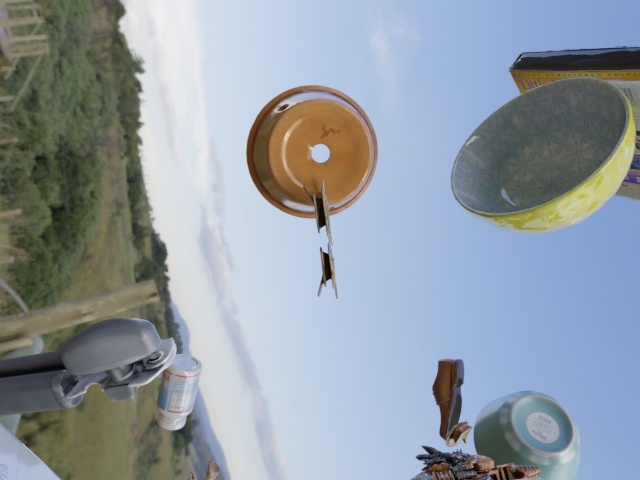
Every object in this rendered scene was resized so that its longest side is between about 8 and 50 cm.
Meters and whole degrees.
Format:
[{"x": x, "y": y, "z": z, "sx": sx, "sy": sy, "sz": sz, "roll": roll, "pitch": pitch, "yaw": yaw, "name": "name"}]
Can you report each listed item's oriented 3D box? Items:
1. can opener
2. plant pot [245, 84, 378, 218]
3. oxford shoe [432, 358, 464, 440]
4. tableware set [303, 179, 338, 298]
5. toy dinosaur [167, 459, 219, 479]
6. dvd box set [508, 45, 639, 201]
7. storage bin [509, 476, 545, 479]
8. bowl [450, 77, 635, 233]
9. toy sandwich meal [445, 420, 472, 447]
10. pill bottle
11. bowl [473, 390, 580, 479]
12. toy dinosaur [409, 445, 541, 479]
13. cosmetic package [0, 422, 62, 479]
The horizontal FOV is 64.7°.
[{"x": -0.298, "y": 0.136, "z": 0.570, "sx": 0.076, "sy": 0.283, "sz": 0.095, "roll": -73, "pitch": 149, "yaw": -61, "name": "can opener"}, {"x": -0.012, "y": -0.177, "z": 1.035, "sx": 0.203, "sy": 0.290, "sz": 0.291, "roll": -120, "pitch": -160, "yaw": -78, "name": "plant pot"}, {"x": 0.331, "y": 0.419, "z": 1.338, "sx": 0.076, "sy": 0.076, "sz": 0.212, "roll": -2, "pitch": -115, "yaw": 33, "name": "oxford shoe"}, {"x": 0.000, "y": 0.000, "z": 0.910, "sx": 0.128, "sy": 0.039, "sz": 0.194, "roll": -97, "pitch": -179, "yaw": -67, "name": "tableware set"}, {"x": -0.300, "y": 0.583, "z": 1.111, "sx": 0.212, "sy": 0.112, "sz": 0.064, "roll": -55, "pitch": -148, "yaw": 4, "name": "toy dinosaur"}, {"x": 0.627, "y": -0.238, "z": 1.106, "sx": 0.420, "sy": 0.062, "sz": 0.307, "roll": 43, "pitch": -11, "yaw": -35, "name": "dvd box set"}, {"x": 0.266, "y": 0.523, "z": 0.799, "sx": 0.123, "sy": 0.260, "sz": 0.262, "roll": -83, "pitch": 158, "yaw": -62, "name": "storage bin"}, {"x": 0.385, "y": -0.112, "z": 0.851, "sx": 0.156, "sy": 0.289, "sz": 0.289, "roll": 41, "pitch": 0, "yaw": -31, "name": "bowl"}, {"x": 0.339, "y": 0.475, "z": 1.228, "sx": 0.029, "sy": 0.085, "sz": 0.086, "roll": 38, "pitch": -41, "yaw": 44, "name": "toy sandwich meal"}, {"x": -0.337, "y": 0.358, "z": 1.194, "sx": 0.087, "sy": 0.087, "sz": 0.160, "roll": 37, "pitch": -65, "yaw": 61, "name": "pill bottle"}, {"x": 0.621, "y": 0.567, "z": 1.478, "sx": 0.163, "sy": 0.311, "sz": 0.312, "roll": 91, "pitch": -23, "yaw": -46, "name": "bowl"}, {"x": 0.308, "y": 0.508, "z": 1.038, "sx": 0.218, "sy": 0.321, "sz": 0.164, "roll": 122, "pitch": -15, "yaw": -57, "name": "toy dinosaur"}, {"x": -0.260, "y": 0.195, "z": 0.232, "sx": 0.453, "sy": 0.230, "sz": 0.161, "roll": 61, "pitch": -15, "yaw": -24, "name": "cosmetic package"}]
